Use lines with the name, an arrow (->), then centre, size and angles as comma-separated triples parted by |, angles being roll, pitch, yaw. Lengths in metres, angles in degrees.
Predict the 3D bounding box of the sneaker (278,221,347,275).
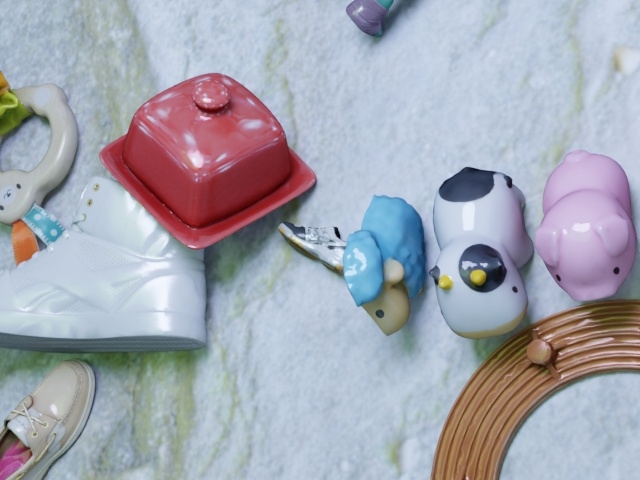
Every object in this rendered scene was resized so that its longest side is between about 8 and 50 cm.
sneaker -> 0.000, 0.000, 1.219 | 0.083, 0.032, 0.037 | 30, 78, 23

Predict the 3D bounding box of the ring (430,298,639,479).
ring -> 0.243, 0.212, 1.052 | 0.336, 0.032, 0.336 | -6, 75, 24

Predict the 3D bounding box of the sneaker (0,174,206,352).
sneaker -> -0.245, 0.021, 1.290 | 0.292, 0.108, 0.169 | -1, 76, 15

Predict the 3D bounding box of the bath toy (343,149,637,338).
bath toy -> 0.198, -0.011, 1.071 | 0.348, 0.129, 0.151 | -14, 72, 21

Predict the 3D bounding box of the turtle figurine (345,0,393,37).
turtle figurine -> 0.105, -0.300, 1.194 | 0.234, 0.118, 0.175 | -34, 66, 21

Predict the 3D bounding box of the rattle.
rattle -> -0.320, -0.079, 1.327 | 0.130, 0.143, 0.199 | 0, 71, 6

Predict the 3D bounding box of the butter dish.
butter dish -> -0.103, -0.097, 1.207 | 0.160, 0.118, 0.160 | -31, 59, -29

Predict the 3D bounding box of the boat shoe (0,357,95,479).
boat shoe -> -0.283, 0.190, 1.287 | 0.063, 0.059, 0.170 | 32, 93, 27
